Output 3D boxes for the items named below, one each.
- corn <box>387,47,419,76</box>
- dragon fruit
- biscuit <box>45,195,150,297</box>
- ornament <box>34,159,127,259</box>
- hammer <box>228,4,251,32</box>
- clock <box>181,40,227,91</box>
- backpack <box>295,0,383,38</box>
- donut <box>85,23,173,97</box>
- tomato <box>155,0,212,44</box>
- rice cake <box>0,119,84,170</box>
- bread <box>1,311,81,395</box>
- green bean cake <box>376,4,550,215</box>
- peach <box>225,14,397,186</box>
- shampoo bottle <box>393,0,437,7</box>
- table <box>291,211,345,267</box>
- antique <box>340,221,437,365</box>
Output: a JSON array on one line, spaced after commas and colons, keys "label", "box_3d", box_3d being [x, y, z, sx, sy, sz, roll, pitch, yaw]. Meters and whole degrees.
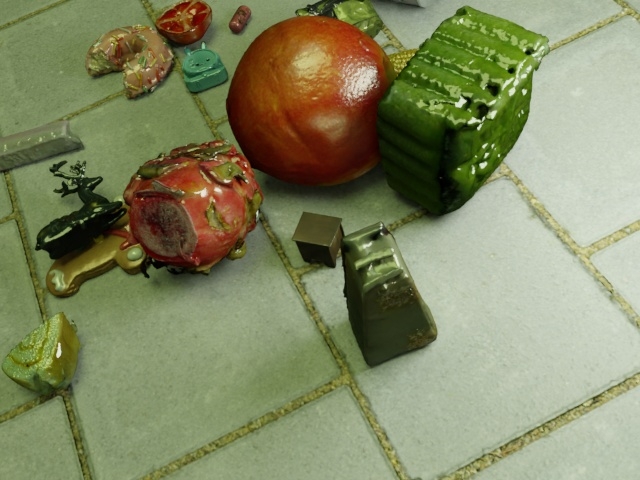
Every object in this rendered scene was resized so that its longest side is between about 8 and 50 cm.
[{"label": "corn", "box_3d": [0.125, -0.371, 1.705, 0.293, 0.106, 0.106, -9, 54, 11]}, {"label": "dragon fruit", "box_3d": [-0.237, -0.070, 1.491, 0.250, 0.269, 0.291, 1, 21, 22]}, {"label": "biscuit", "box_3d": [-0.439, -0.015, 1.609, 0.340, 0.047, 0.216, -19, 55, 0]}, {"label": "ornament", "box_3d": [-0.554, -0.079, 1.614, 0.202, 0.080, 0.236, -33, 52, -14]}, {"label": "hammer", "box_3d": [-0.211, -0.584, 1.958, 0.043, 0.043, 0.083, 11, 57, 19]}, {"label": "clock", "box_3d": [-0.301, -0.444, 1.877, 0.108, 0.045, 0.147, -21, 54, -4]}, {"label": "backpack", "box_3d": [0.020, -0.482, 1.741, 0.253, 0.207, 0.140, -29, 90, -19]}, {"label": "donut", "box_3d": [-0.488, -0.478, 1.919, 0.233, 0.085, 0.199, 29, 65, 26]}, {"label": "tomato", "box_3d": [-0.350, -0.567, 1.958, 0.156, 0.069, 0.155, -8, 51, 10]}, {"label": "rice cake", "box_3d": [-0.778, -0.215, 1.812, 0.399, 0.064, 0.070, -14, 48, 2]}, {"label": "bread", "box_3d": [-0.515, 0.228, 1.422, 0.156, 0.103, 0.110, -46, 53, -12]}, {"label": "green bean cake", "box_3d": [0.282, -0.241, 1.445, 0.218, 0.319, 0.335, 35, 73, 27]}, {"label": "peach", "box_3d": [-0.016, -0.283, 1.544, 0.373, 0.372, 0.290, -6, 38, 9]}, {"label": "shampoo bottle", "box_3d": [0.204, -0.727, 1.821, 0.266, 0.273, 0.273, 32, 67, 21]}, {"label": "table", "box_3d": [0.000, 0.000, 1.478, 0.083, 0.082, 0.070, 10, 59, 19]}, {"label": "antique", "box_3d": [0.109, 0.087, 1.270, 0.150, 0.284, 0.125, -23, 54, -2]}]
